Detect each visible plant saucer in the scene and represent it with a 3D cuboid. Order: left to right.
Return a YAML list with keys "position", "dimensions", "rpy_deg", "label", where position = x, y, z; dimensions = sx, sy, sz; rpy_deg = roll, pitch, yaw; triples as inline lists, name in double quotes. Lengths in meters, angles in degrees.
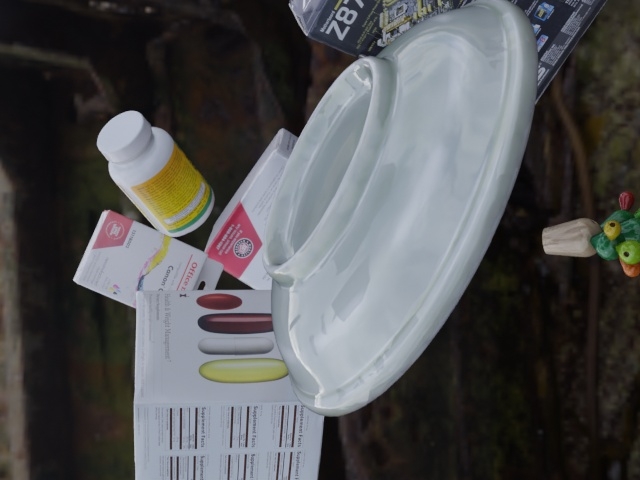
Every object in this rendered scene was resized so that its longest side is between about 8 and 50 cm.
- position: [0.039, -0.048, 1.038]
  dimensions: [0.400, 0.100, 0.400]
  rpy_deg: [-55, 20, 31]
  label: "plant saucer"

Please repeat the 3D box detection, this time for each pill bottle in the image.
- position: [-0.270, -0.110, 1.910]
  dimensions: [0.208, 0.117, 0.117]
  rpy_deg: [53, -164, -42]
  label: "pill bottle"

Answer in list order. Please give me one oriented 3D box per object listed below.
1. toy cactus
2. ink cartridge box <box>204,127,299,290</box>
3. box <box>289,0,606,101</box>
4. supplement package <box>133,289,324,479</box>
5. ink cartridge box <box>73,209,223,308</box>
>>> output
- position: [0.368, -0.015, 1.469]
  dimensions: [0.219, 0.180, 0.112]
  rpy_deg: [-56, -45, -58]
  label: "toy cactus"
- position: [0.000, 0.000, 1.889]
  dimensions: [0.226, 0.306, 0.131]
  rpy_deg: [-53, 12, 19]
  label: "ink cartridge box"
- position: [0.197, -0.348, 1.285]
  dimensions: [0.395, 0.318, 0.097]
  rpy_deg: [-58, 35, 26]
  label: "box"
- position: [-0.108, 0.169, 1.334]
  dimensions: [0.194, 0.203, 0.149]
  rpy_deg: [-102, 14, -53]
  label: "supplement package"
- position: [-0.241, 0.046, 1.694]
  dimensions: [0.115, 0.198, 0.067]
  rpy_deg: [-68, 17, -6]
  label: "ink cartridge box"
